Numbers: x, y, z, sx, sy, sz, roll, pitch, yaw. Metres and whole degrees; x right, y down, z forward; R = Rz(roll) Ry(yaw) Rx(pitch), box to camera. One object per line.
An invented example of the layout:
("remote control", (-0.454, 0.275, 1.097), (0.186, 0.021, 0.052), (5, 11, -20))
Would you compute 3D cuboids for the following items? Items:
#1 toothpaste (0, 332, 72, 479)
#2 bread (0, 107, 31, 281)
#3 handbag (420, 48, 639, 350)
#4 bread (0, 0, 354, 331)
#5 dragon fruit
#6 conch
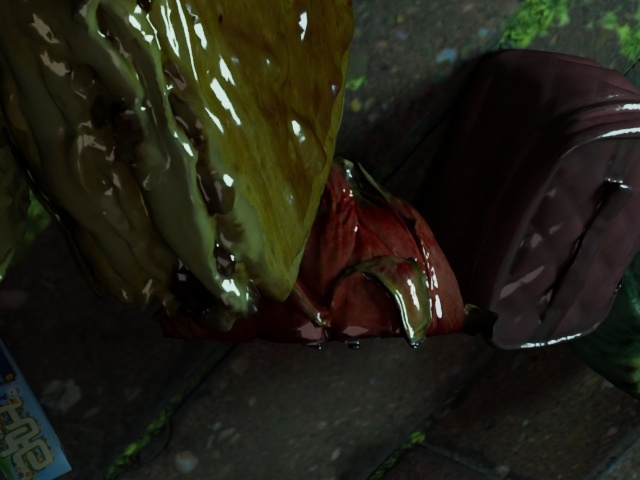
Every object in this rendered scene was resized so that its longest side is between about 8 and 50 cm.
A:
("toothpaste", (-0.250, 0.115, 1.228), (0.070, 0.044, 0.193), (-26, 135, -9))
("bread", (-0.321, -0.010, 0.945), (0.321, 0.237, 0.320), (-14, 140, -12))
("handbag", (0.173, -0.029, 1.289), (0.146, 0.135, 0.225), (-1, 125, -35))
("bread", (-0.097, -0.129, 0.967), (0.167, 0.324, 0.277), (-6, 132, 20))
("dragon fruit", (-0.004, 0.000, 1.201), (0.218, 0.224, 0.148), (1, 88, -54))
("conch", (0.281, 0.042, 1.422), (0.176, 0.122, 0.188), (-2, 132, -55))
